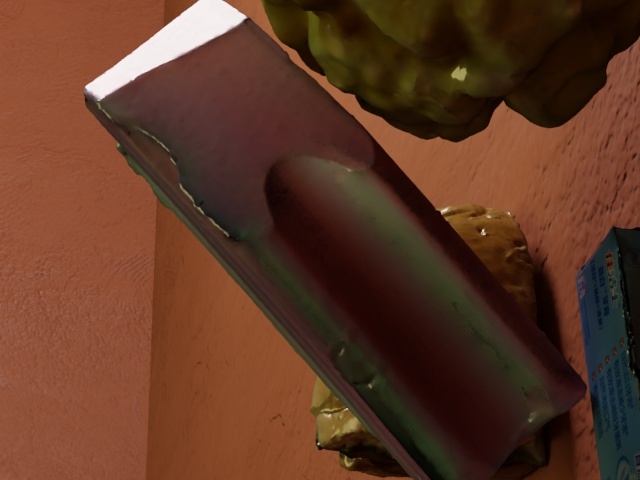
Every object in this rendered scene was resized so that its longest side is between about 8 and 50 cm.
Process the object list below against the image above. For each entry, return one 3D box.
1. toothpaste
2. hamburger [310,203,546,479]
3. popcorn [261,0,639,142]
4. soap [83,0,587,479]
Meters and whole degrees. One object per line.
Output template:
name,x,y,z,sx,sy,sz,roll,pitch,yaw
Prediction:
toothpaste,0.184,0.122,0.858,0.066,0.053,0.272,110,161,-56
hamburger,0.080,0.059,1.119,0.135,0.155,0.207,136,145,-65
popcorn,0.088,-0.230,0.939,0.279,0.274,0.335,-2,73,49
soap,0.000,0.000,0.976,0.109,0.324,0.193,-42,0,-8
